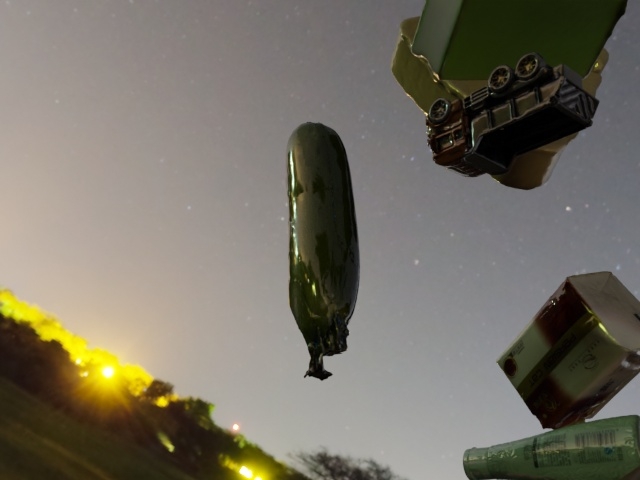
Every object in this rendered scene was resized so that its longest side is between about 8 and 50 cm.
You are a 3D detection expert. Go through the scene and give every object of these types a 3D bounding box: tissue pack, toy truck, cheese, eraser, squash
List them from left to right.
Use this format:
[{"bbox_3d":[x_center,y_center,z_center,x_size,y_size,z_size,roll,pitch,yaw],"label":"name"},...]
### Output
[{"bbox_3d":[0.001,-0.001,0.753,0.087,0.331,0.087,-2,-35,-2],"label":"squash"},{"bbox_3d":[0.215,-0.140,0.779,0.083,0.092,0.192,16,-26,-39],"label":"toy truck"},{"bbox_3d":[0.322,-0.236,1.140,0.384,0.384,0.104,26,-39,12],"label":"cheese"},{"bbox_3d":[0.278,-0.321,0.902,0.092,0.274,0.210,-120,-148,-41],"label":"eraser"},{"bbox_3d":[0.288,0.124,0.751,0.106,0.099,0.148,58,-43,36],"label":"tissue pack"}]

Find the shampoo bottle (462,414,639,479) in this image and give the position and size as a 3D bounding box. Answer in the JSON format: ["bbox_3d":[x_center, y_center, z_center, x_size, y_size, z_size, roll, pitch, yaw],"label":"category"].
[{"bbox_3d":[0.240,0.227,0.700,0.191,0.069,0.041,-20,-41,34],"label":"shampoo bottle"}]

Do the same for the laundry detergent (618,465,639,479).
[{"bbox_3d":[0.238,0.276,0.458,0.076,0.171,0.237,9,-74,48],"label":"laundry detergent"}]
